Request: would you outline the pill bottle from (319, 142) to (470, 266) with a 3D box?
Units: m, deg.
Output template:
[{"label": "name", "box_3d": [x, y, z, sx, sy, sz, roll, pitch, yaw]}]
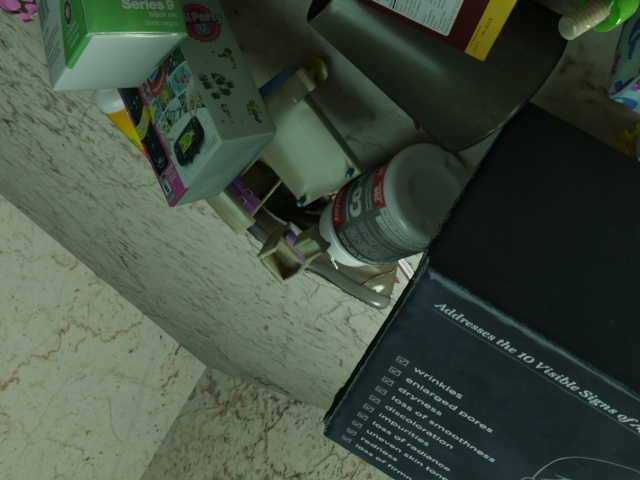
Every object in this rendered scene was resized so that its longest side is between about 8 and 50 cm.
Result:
[{"label": "pill bottle", "box_3d": [0.114, -0.045, 1.167, 0.161, 0.161, 0.283, 36, 156, -14]}]

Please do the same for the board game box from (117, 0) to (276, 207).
[{"label": "board game box", "box_3d": [-0.203, -0.231, 0.997, 0.224, 0.098, 0.303, -36, 76, 53]}]

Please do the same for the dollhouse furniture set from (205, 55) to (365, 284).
[{"label": "dollhouse furniture set", "box_3d": [-0.018, -0.135, 1.154, 0.303, 0.198, 0.286, -29, 108, 39]}]

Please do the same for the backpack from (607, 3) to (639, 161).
[{"label": "backpack", "box_3d": [0.362, -0.178, 0.535, 0.191, 0.225, 0.253, 29, 154, -13]}]

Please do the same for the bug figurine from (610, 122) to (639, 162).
[{"label": "bug figurine", "box_3d": [0.472, -0.077, 0.805, 0.279, 0.072, 0.216, 32, 157, -6]}]

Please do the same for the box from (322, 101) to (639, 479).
[{"label": "box", "box_3d": [0.310, 0.176, 0.860, 0.480, 0.297, 0.471, 32, 147, 8]}]

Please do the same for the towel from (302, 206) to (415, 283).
[{"label": "towel", "box_3d": [0.031, 0.003, 1.526, 0.329, 0.037, 0.237, 4, 144, 42]}]

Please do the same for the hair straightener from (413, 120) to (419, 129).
[{"label": "hair straightener", "box_3d": [0.155, -0.233, 0.906, 0.089, 0.047, 0.230, 3, 143, 16]}]

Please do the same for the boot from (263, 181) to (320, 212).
[{"label": "boot", "box_3d": [-0.122, -0.131, 1.401, 0.246, 0.083, 0.161, 40, 142, -19]}]

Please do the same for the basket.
[{"label": "basket", "box_3d": [0.113, -0.229, 0.757, 0.227, 0.154, 0.204, 30, 138, -20]}]

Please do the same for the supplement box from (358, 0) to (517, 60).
[{"label": "supplement box", "box_3d": [0.109, -0.302, 0.607, 0.194, 0.191, 0.129, 27, 157, 4]}]

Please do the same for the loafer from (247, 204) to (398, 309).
[{"label": "loafer", "box_3d": [0.000, 0.000, 1.381, 0.366, 0.130, 0.134, 30, 180, -15]}]

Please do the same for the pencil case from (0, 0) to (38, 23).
[{"label": "pencil case", "box_3d": [-0.465, -0.427, 1.147, 0.209, 0.095, 0.098, 3, 110, 50]}]

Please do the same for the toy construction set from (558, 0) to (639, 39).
[{"label": "toy construction set", "box_3d": [0.201, -0.349, 0.433, 0.309, 0.237, 0.257, 54, 157, 9]}]

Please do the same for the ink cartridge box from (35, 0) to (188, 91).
[{"label": "ink cartridge box", "box_3d": [-0.271, -0.349, 0.832, 0.211, 0.122, 0.289, -10, 90, 60]}]

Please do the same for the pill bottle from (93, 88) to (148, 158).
[{"label": "pill bottle", "box_3d": [-0.323, -0.254, 1.274, 0.136, 0.136, 0.245, 8, 149, 41]}]
